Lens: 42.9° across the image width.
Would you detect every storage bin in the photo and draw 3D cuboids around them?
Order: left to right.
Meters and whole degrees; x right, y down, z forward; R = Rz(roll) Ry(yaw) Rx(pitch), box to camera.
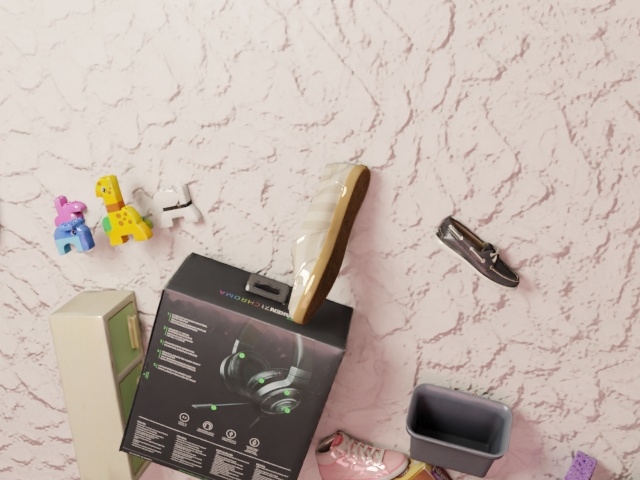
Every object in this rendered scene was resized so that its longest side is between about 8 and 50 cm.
[{"bbox_3d":[0.181,0.259,1.101,0.135,0.098,0.091,13,138,9],"label":"storage bin"}]

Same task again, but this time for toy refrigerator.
[{"bbox_3d":[-0.308,0.216,1.194,0.094,0.102,0.270,-2,106,14],"label":"toy refrigerator"}]

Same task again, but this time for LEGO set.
[{"bbox_3d":[-0.290,-0.045,1.114,0.227,0.087,0.093,-9,105,15],"label":"LEGO set"}]

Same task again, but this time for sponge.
[{"bbox_3d":[0.313,0.396,1.090,0.031,0.117,0.210,22,112,23],"label":"sponge"}]

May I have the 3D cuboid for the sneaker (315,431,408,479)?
[{"bbox_3d":[0.053,0.307,1.161,0.134,0.051,0.070,-14,109,22],"label":"sneaker"}]

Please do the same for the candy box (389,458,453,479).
[{"bbox_3d":[0.111,0.393,1.175,0.186,0.053,0.109,-37,96,20],"label":"candy box"}]

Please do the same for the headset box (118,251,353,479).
[{"bbox_3d":[-0.110,0.180,1.106,0.246,0.131,0.283,18,112,1],"label":"headset box"}]

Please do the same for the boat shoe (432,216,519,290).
[{"bbox_3d":[0.204,0.016,1.036,0.125,0.046,0.038,36,117,9],"label":"boat shoe"}]

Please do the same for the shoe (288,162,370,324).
[{"bbox_3d":[0.000,0.000,1.033,0.058,0.076,0.219,18,77,17],"label":"shoe"}]
